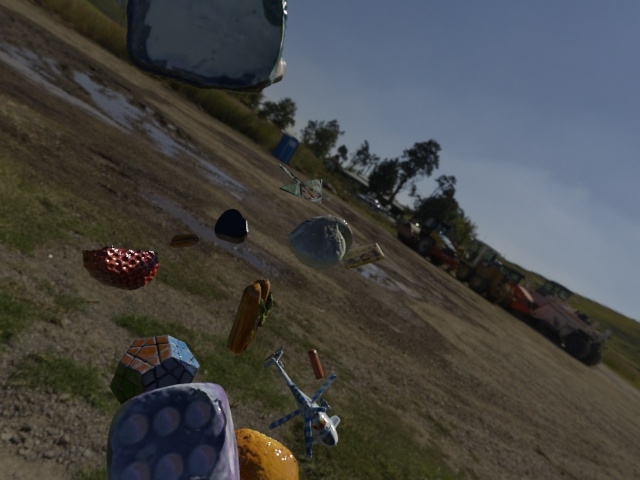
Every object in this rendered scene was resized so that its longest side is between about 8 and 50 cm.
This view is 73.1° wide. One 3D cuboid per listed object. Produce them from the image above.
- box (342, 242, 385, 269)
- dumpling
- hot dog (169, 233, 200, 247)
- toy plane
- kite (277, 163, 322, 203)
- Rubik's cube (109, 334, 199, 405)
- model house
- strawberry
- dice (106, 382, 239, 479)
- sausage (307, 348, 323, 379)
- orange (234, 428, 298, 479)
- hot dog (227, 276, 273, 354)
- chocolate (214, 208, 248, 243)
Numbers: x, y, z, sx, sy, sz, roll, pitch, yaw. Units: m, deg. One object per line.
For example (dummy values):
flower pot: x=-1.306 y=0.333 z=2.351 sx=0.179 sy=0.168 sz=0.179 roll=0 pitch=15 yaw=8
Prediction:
box: x=0.147 y=0.054 z=1.523 sx=0.073 sy=0.149 sz=0.020 roll=-115 pitch=-165 yaw=-45
dumpling: x=0.001 y=0.001 z=1.124 sx=0.176 sy=0.150 sz=0.092 roll=27 pitch=-2 yaw=-12
hot dog: x=-0.519 y=0.002 z=1.656 sx=0.144 sy=0.062 sz=0.038 roll=-5 pitch=-44 yaw=31
toy plane: x=-0.052 y=0.382 z=1.016 sx=0.273 sy=0.182 sz=0.107 roll=13 pitch=-40 yaw=42
kite: x=-0.077 y=-0.219 z=1.659 sx=0.229 sy=0.012 sz=0.250 roll=-22 pitch=60 yaw=-45
Rubik's cube: x=-0.623 y=0.516 z=1.640 sx=0.319 sy=0.264 sz=0.319 roll=52 pitch=-3 yaw=4
model house: x=-0.188 y=-0.396 z=0.860 sx=0.271 sy=0.190 sz=0.301 roll=9 pitch=17 yaw=2
strawberry: x=-0.713 y=0.105 z=1.556 sx=0.253 sy=0.150 sz=0.280 roll=0 pitch=-7 yaw=-24
dice: x=-0.353 y=0.527 z=1.078 sx=0.271 sy=0.270 sz=0.270 roll=96 pitch=-20 yaw=-58
sausage: x=-0.022 y=0.541 z=1.890 sx=0.041 sy=0.039 sz=0.131 roll=121 pitch=-48 yaw=-76
orange: x=-0.247 y=0.854 z=1.540 sx=0.340 sy=0.293 sz=0.340 roll=20 pitch=-32 yaw=13
hot dog: x=-0.264 y=0.292 z=1.650 sx=0.100 sy=0.337 sz=0.135 roll=28 pitch=21 yaw=16
chocolate: x=-0.340 y=-0.035 z=1.662 sx=0.149 sy=0.125 sz=0.080 roll=48 pitch=-20 yaw=27
